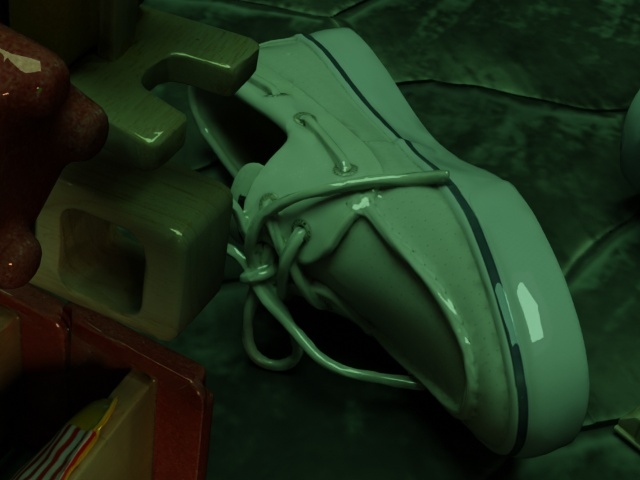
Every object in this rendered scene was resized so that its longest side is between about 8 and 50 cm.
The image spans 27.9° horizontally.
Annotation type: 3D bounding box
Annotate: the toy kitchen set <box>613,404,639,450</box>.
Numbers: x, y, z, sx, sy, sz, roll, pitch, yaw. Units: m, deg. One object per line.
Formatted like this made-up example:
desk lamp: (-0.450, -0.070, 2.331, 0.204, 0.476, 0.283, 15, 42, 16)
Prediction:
toy kitchen set: (0.198, 0.085, 0.665, 0.083, 0.075, 0.068, -24, 47, -34)

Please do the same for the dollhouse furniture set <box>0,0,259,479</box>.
dollhouse furniture set: (-0.144, 0.029, 0.479, 0.152, 0.374, 0.201, 23, 43, 14)

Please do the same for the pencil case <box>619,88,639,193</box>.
pencil case: (0.294, -0.007, 0.749, 0.124, 0.113, 0.273, -21, 47, -14)

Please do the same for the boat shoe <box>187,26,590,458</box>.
boat shoe: (0.000, -0.008, 0.711, 0.156, 0.136, 0.367, -11, 40, -17)
